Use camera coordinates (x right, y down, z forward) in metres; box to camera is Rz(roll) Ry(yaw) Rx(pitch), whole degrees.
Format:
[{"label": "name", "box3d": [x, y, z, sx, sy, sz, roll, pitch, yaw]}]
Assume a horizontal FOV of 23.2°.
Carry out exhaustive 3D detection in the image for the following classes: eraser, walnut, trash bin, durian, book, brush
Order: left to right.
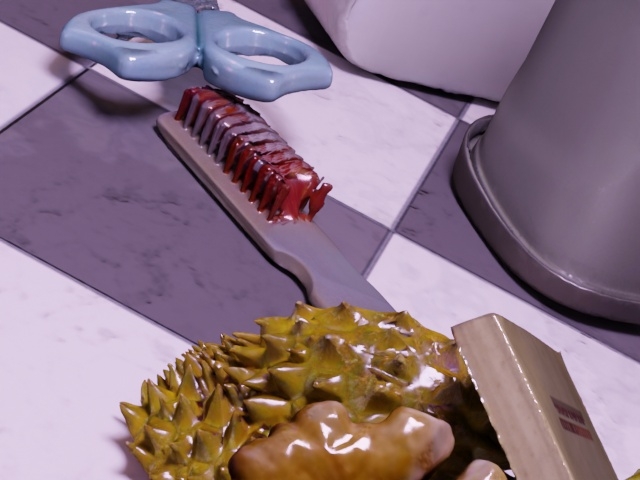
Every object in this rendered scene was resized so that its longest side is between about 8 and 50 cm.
[{"label": "brush", "box3d": [0.000, 0.000, 1.009, 0.060, 0.050, 0.321, 1, 38, -45]}, {"label": "walnut", "box3d": [0.007, 0.152, 0.673, 0.143, 0.069, 0.170, 40, 73, 9]}, {"label": "durian", "box3d": [0.009, 0.112, 0.785, 0.182, 0.165, 0.132, 54, -13, 0]}, {"label": "eraser", "box3d": [0.178, -0.278, 1.350, 0.331, 0.331, 0.150, 11, 31, -27]}, {"label": "book", "box3d": [0.134, 0.149, 0.724, 0.231, 0.026, 0.161, 68, 13, 18]}, {"label": "trash bin", "box3d": [0.252, -0.096, 1.167, 0.220, 0.250, 0.219, 7, 27, -31]}]

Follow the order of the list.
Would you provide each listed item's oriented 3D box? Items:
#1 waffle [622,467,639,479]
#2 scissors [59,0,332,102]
[{"label": "waffle", "box3d": [0.271, 0.190, 0.904, 0.204, 0.054, 0.223, 40, 31, 24]}, {"label": "scissors", "box3d": [-0.096, -0.174, 1.206, 0.191, 0.029, 0.360, 7, 20, -7]}]
